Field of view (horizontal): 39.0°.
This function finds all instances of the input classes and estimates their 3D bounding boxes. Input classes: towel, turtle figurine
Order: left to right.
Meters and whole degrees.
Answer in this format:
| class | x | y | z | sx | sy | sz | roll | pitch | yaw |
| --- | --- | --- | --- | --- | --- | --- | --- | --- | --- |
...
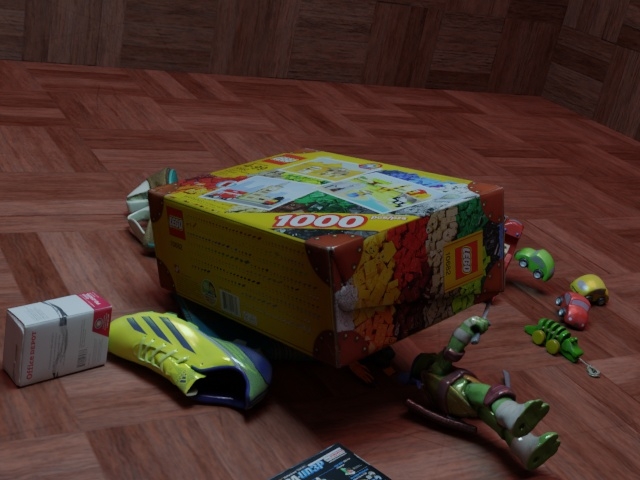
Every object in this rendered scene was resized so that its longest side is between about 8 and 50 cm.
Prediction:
| class | x | y | z | sx | sy | sz | roll | pitch | yaw |
| --- | --- | --- | --- | --- | --- | --- | --- | --- | --- |
| towel | -0.078 | 0.146 | 1.662 | 0.370 | 0.040 | 0.271 | 4 | 25 | -23 |
| turtle figurine | 0.289 | 0.220 | 1.459 | 0.275 | 0.198 | 0.266 | -6 | 27 | -29 |

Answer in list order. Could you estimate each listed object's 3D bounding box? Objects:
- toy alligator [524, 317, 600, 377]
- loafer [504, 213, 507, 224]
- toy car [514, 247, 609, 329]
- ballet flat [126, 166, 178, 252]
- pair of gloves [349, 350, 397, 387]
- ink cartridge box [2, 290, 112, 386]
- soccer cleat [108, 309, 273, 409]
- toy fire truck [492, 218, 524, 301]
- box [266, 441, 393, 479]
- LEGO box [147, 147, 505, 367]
| class | x | y | z | sx | sy | sz | roll | pitch | yaw |
| --- | --- | --- | --- | --- | --- | --- | --- | --- | --- |
| toy alligator | 0.484 | 0.201 | 1.791 | 0.056 | 0.051 | 0.190 | -7 | 29 | -38 |
| loafer | 0.328 | 0.002 | 2.081 | 0.134 | 0.130 | 0.366 | 22 | 25 | 23 |
| toy car | 0.534 | 0.083 | 2.018 | 0.225 | 0.053 | 0.239 | 40 | 31 | 17 |
| ballet flat | -0.355 | -0.064 | 1.955 | 0.124 | 0.116 | 0.342 | -13 | 31 | -8 |
| pair of gloves | 0.087 | 0.216 | 1.569 | 0.083 | 0.010 | 0.074 | -23 | 60 | -41 |
| ink cartridge box | -0.405 | 0.149 | 1.390 | 0.150 | 0.109 | 0.063 | -11 | 33 | -43 |
| soccer cleat | -0.217 | 0.189 | 1.419 | 0.289 | 0.093 | 0.121 | 15 | 31 | 10 |
| toy fire truck | 0.397 | 0.041 | 1.998 | 0.047 | 0.192 | 0.135 | 23 | 0 | 11 |
| box | 0.014 | 0.361 | 1.176 | 0.175 | 0.051 | 0.220 | 28 | 27 | 33 |
| LEGO box | 0.000 | 0.000 | 1.536 | 0.372 | 0.193 | 0.500 | -20 | 24 | -37 |
